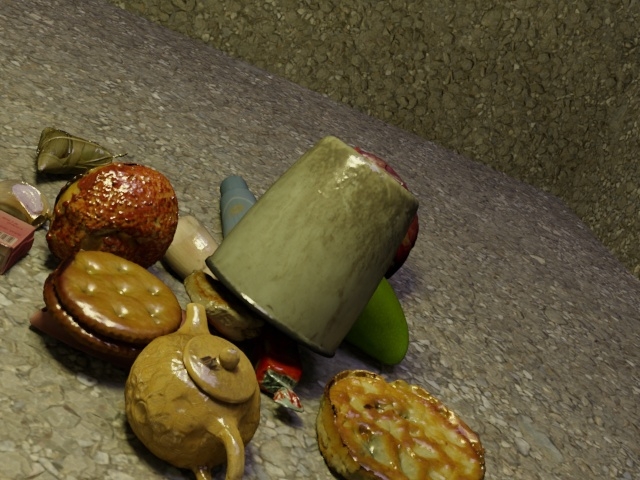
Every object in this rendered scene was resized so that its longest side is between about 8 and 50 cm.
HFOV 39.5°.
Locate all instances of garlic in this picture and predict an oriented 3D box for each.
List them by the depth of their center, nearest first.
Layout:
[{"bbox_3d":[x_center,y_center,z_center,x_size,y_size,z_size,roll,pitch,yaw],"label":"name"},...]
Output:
[{"bbox_3d":[-0.560,-0.077,1.646,0.152,0.066,0.084,30,23,-2],"label":"garlic"},{"bbox_3d":[-0.226,0.047,1.762,0.148,0.128,0.266,-11,52,-41],"label":"garlic"}]

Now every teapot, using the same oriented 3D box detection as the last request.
[{"bbox_3d":[-0.163,0.219,1.276,0.203,0.167,0.311,17,36,-36],"label":"teapot"}]

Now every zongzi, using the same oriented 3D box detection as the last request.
[{"bbox_3d":[-0.504,-0.157,1.878,0.189,0.081,0.178,17,23,-23],"label":"zongzi"}]

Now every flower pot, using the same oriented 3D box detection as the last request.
[{"bbox_3d":[0.000,0.000,1.612,0.293,0.330,0.293,37,4,-3],"label":"flower pot"}]

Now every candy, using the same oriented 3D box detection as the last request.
[{"bbox_3d":[-0.078,0.210,1.586,0.086,0.059,0.292,19,22,-17],"label":"candy"}]

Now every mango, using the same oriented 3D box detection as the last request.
[{"bbox_3d":[0.058,0.114,1.835,0.343,0.156,0.192,49,34,13],"label":"mango"}]

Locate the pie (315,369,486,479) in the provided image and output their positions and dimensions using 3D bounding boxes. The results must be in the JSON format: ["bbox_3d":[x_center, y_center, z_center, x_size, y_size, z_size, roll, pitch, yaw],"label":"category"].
[{"bbox_3d":[0.125,0.342,1.502,0.315,0.092,0.315,20,25,-9],"label":"pie"}]

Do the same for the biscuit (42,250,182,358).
[{"bbox_3d":[-0.322,0.098,1.396,0.220,0.066,0.220,29,20,-11],"label":"biscuit"}]

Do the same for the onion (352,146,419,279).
[{"bbox_3d":[0.054,-0.044,2.104,0.347,0.285,0.348,13,67,-33],"label":"onion"}]

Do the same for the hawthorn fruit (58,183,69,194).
[{"bbox_3d":[-0.465,-0.066,1.740,0.081,0.081,0.093,49,0,44],"label":"hawthorn fruit"}]

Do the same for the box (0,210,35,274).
[{"bbox_3d":[-0.572,-0.015,1.499,0.156,0.060,0.111,29,21,-6],"label":"box"}]

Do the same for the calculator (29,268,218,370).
[{"bbox_3d":[-0.302,0.144,1.482,0.329,0.048,0.220,25,20,-16],"label":"calculator"}]

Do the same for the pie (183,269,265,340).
[{"bbox_3d":[-0.177,0.117,1.599,0.163,0.079,0.193,40,2,-8],"label":"pie"}]

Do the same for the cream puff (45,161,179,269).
[{"bbox_3d":[-0.362,-0.027,1.573,0.240,0.240,0.164,9,49,-40],"label":"cream puff"}]

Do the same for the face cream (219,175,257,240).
[{"bbox_3d":[-0.173,-0.041,2.006,0.135,0.086,0.385,-22,30,-1],"label":"face cream"}]
